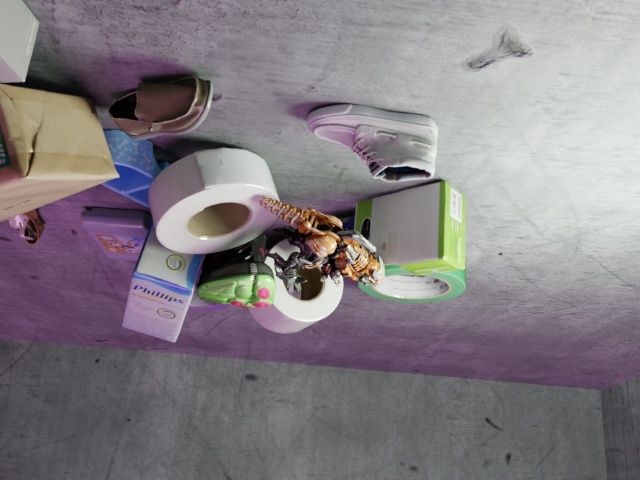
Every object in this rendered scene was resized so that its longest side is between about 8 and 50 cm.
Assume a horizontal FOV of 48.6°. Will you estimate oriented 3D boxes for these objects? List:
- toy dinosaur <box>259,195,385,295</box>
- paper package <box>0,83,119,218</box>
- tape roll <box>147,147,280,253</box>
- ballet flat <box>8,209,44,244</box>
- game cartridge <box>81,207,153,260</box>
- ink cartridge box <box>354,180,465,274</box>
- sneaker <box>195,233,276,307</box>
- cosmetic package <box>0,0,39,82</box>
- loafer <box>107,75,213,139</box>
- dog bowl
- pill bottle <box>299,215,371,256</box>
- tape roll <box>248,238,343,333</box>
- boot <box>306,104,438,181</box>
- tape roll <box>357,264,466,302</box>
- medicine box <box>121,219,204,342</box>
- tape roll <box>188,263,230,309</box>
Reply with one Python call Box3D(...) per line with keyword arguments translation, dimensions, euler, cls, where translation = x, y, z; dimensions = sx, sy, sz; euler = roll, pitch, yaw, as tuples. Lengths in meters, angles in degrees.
Box3D(translation=(0.000, 0.000, 1.590), dimensions=(0.218, 0.164, 0.322), euler=(-25, 105, 45), cls="toy dinosaur")
Box3D(translation=(-0.595, -0.141, 1.300), dimensions=(0.324, 0.168, 0.309), euler=(-17, -178, 16), cls="paper package")
Box3D(translation=(-0.236, -0.083, 1.580), dimensions=(0.286, 0.100, 0.286), euler=(-15, 154, -8), cls="tape roll")
Box3D(translation=(-0.802, -0.053, 1.921), dimensions=(0.080, 0.073, 0.232), euler=(4, 158, 0), cls="ballet flat")
Box3D(translation=(-0.539, -0.009, 2.015), dimensions=(0.197, 0.062, 0.297), euler=(7, 158, 3), cls="game cartridge")
Box3D(translation=(0.205, -0.018, 1.673), dimensions=(0.255, 0.189, 0.097), euler=(-10, 156, 38), cls="ink cartridge box")
Box3D(translation=(-0.221, 0.054, 1.795), dimensions=(0.185, 0.203, 0.483), euler=(9, -179, -19), cls="sneaker")
Box3D(translation=(-0.530, -0.350, 1.055), dimensions=(0.107, 0.127, 0.238), euler=(-1, 160, 11), cls="cosmetic package")
Box3D(translation=(-0.302, -0.246, 1.315), dimensions=(0.251, 0.095, 0.087), euler=(-12, 157, 36), cls="loafer")
Box3D(translation=(-0.400, -0.148, 1.607), dimensions=(0.165, 0.074, 0.297), euler=(-11, 154, 33), cls="dog bowl")
Box3D(translation=(0.059, 0.003, 1.837), dimensions=(0.219, 0.123, 0.122), euler=(-11, 154, 33), cls="pill bottle")
Box3D(translation=(-0.079, 0.129, 2.015), dimensions=(0.246, 0.246, 0.169), euler=(13, 157, -21), cls="tape roll")
Box3D(translation=(0.099, -0.181, 1.363), dimensions=(0.258, 0.124, 0.095), euler=(4, 158, 0), cls="boot")
Box3D(translation=(0.272, 0.105, 2.119), dimensions=(0.321, 0.077, 0.321), euler=(3, 158, 1), cls="tape roll")
Box3D(translation=(-0.382, 0.068, 1.797), dimensions=(0.149, 0.264, 0.289), euler=(17, 142, -9), cls="medicine box")
Box3D(translation=(-0.423, 0.151, 2.342), dimensions=(0.274, 0.090, 0.275), euler=(4, 159, 2), cls="tape roll")
